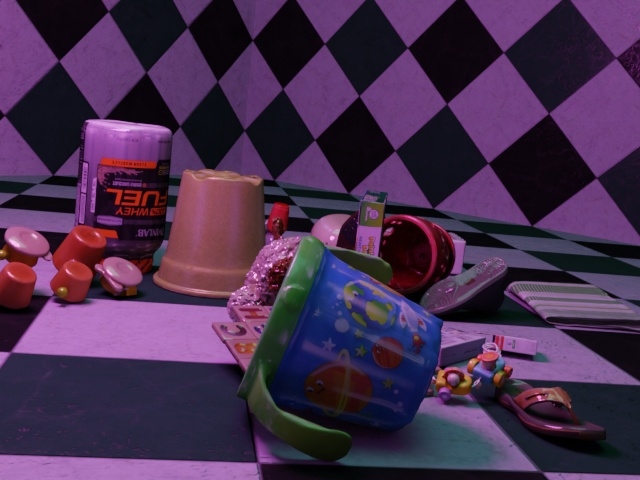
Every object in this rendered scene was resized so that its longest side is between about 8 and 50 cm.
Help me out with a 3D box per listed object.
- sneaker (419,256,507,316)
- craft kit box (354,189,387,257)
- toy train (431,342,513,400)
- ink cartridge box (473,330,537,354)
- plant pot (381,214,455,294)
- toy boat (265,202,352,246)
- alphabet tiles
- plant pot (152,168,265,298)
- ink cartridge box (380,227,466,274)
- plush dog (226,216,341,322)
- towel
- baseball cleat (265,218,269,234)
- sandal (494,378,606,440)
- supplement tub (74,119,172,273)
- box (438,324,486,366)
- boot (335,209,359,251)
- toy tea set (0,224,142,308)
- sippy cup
[{"bbox_3d":[0.324,0.136,1.769,0.222,0.118,0.083,-25,40,-14],"label":"sneaker"},{"bbox_3d":[0.104,0.024,1.738,0.061,0.246,0.250,10,10,5],"label":"craft kit box"},{"bbox_3d":[0.213,0.186,1.244,0.166,0.046,0.125,-8,33,-8],"label":"toy train"},{"bbox_3d":[0.346,0.192,1.506,0.115,0.029,0.063,7,-3,8],"label":"ink cartridge box"},{"bbox_3d":[0.228,0.036,1.940,0.191,0.191,0.174,12,4,32],"label":"plant pot"},{"bbox_3d":[0.000,0.000,2.214,0.318,0.148,0.267,14,14,0],"label":"toy boat"},{"bbox_3d":[0.013,0.173,1.286,0.342,0.011,0.285,3,23,-30],"label":"alphabet tiles"},{"bbox_3d":[-0.229,-0.025,1.794,0.276,0.254,0.276,5,10,-1],"label":"plant pot"},{"bbox_3d":[0.275,0.027,2.273,0.237,0.100,0.172,4,9,-5],"label":"ink cartridge box"},{"bbox_3d":[-0.022,0.058,1.481,0.262,0.210,0.225,1,-2,-35],"label":"plush dog"},{"bbox_3d":[0.606,0.154,1.929,0.248,0.038,0.325,4,11,-5],"label":"towel"},{"bbox_3d":[-0.186,-0.019,2.411,0.206,0.072,0.109,-4,26,-26],"label":"baseball cleat"},{"bbox_3d":[0.328,0.235,1.166,0.090,0.060,0.219,3,10,-15],"label":"sandal"},{"bbox_3d":[-0.457,-0.103,1.850,0.207,0.338,0.207,6,10,-1],"label":"supplement tub"},{"bbox_3d":[0.187,0.180,1.480,0.186,0.038,0.145,15,12,40],"label":"box"},{"bbox_3d":[0.100,0.005,2.001,0.106,0.219,0.082,5,38,-46],"label":"boot"},{"bbox_3d":[-0.525,0.072,1.571,0.200,0.124,0.336,45,25,26],"label":"toy tea set"},{"bbox_3d":[0.034,0.140,1.070,0.224,0.305,0.240,22,-16,-2],"label":"sippy cup"}]
